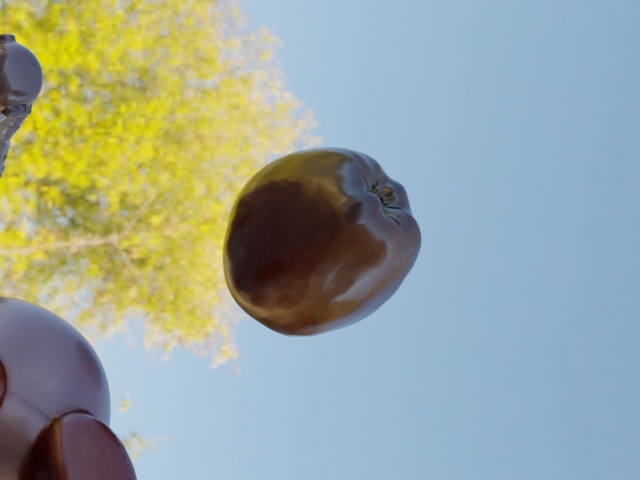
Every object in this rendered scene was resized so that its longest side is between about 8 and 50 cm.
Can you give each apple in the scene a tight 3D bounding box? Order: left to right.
[{"bbox_3d":[0.000,-0.001,1.362,0.234,0.234,0.234,15,-73,60],"label":"apple"}]

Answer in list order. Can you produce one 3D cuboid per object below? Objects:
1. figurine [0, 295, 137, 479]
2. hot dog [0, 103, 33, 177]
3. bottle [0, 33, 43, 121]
[{"bbox_3d":[-0.290,0.155,1.057,0.261,0.269,0.211,-28,-151,51],"label":"figurine"},{"bbox_3d":[-0.638,-0.190,1.898,0.367,0.196,0.366,12,-101,35],"label":"hot dog"},{"bbox_3d":[-0.459,-0.204,1.502,0.253,0.120,0.121,-2,-87,40],"label":"bottle"}]
